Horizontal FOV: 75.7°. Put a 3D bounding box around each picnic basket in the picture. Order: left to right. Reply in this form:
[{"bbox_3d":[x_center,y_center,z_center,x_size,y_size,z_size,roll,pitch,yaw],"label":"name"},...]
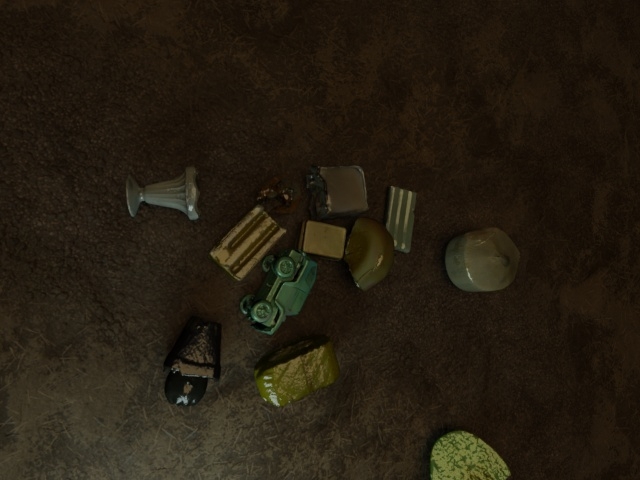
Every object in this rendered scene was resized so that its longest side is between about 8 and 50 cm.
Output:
[{"bbox_3d":[0.000,0.000,1.394,0.164,0.079,0.115,14,80,-22],"label":"picnic basket"}]

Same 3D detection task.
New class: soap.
[{"bbox_3d":[-0.234,0.008,1.322,0.135,0.076,0.233,45,73,-10],"label":"soap"}]

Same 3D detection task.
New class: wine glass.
[{"bbox_3d":[-0.457,-0.139,1.216,0.196,0.165,0.165,-2,87,-16],"label":"wine glass"}]

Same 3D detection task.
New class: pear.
[{"bbox_3d":[0.486,0.811,1.482,0.288,0.139,0.239,-30,81,-14],"label":"pear"}]

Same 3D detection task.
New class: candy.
[{"bbox_3d":[0.055,-0.165,1.401,0.195,0.137,0.185,-9,89,-21],"label":"candy"}]

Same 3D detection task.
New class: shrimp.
[{"bbox_3d":[-0.130,-0.150,1.360,0.187,0.051,0.132,-32,89,-38],"label":"shrimp"}]

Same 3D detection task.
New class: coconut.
[{"bbox_3d":[0.598,0.069,1.510,0.244,0.247,0.245,2,84,-18],"label":"coconut"}]

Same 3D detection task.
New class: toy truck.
[{"bbox_3d":[-0.131,0.158,1.306,0.156,0.155,0.279,32,76,-22],"label":"toy truck"}]

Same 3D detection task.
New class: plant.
[{"bbox_3d":[-0.373,0.357,1.214,0.164,0.142,0.256,17,77,-18],"label":"plant"}]

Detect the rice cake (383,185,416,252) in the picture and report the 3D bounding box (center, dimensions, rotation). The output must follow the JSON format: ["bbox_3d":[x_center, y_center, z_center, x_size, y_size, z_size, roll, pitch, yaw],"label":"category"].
[{"bbox_3d":[0.292,-0.079,1.524,0.127,0.043,0.237,13,82,-17],"label":"rice cake"}]

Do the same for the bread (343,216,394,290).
[{"bbox_3d":[0.181,0.050,1.390,0.158,0.156,0.261,34,69,-46],"label":"bread"}]

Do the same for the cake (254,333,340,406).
[{"bbox_3d":[-0.076,0.401,1.292,0.260,0.179,0.156,-17,91,-16],"label":"cake"}]
